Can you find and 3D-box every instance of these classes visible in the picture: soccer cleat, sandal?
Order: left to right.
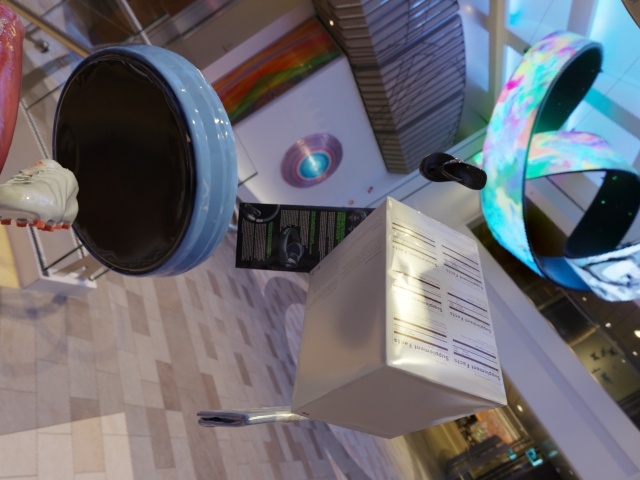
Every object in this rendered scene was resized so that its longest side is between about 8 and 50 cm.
[{"bbox_3d":[-0.294,-0.050,0.417,0.196,0.068,0.076,-174,-89,-67],"label":"soccer cleat"},{"bbox_3d":[0.440,-0.228,1.309,0.054,0.254,0.097,-156,-105,-73],"label":"sandal"}]

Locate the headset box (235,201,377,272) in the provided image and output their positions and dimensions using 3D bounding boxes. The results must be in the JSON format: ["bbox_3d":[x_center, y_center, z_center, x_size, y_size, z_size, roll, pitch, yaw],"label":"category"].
[{"bbox_3d":[0.000,0.000,0.847,0.246,0.282,0.132,7,86,-80],"label":"headset box"}]

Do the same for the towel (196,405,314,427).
[{"bbox_3d":[-0.072,0.347,0.792,0.284,0.209,0.034,15,63,-37],"label":"towel"}]

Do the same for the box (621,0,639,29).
[{"bbox_3d":[0.830,-0.707,1.033,0.121,0.147,0.312,30,53,-27],"label":"box"}]

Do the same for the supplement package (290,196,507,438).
[{"bbox_3d":[0.082,0.102,0.488,0.149,0.194,0.203,23,49,-19],"label":"supplement package"}]

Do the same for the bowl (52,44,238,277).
[{"bbox_3d":[-0.314,-0.123,0.679,0.392,0.391,0.077,59,29,7],"label":"bowl"}]

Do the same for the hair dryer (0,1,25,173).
[{"bbox_3d":[-0.265,-0.099,0.195,0.294,0.079,0.224,-62,135,-66],"label":"hair dryer"}]
